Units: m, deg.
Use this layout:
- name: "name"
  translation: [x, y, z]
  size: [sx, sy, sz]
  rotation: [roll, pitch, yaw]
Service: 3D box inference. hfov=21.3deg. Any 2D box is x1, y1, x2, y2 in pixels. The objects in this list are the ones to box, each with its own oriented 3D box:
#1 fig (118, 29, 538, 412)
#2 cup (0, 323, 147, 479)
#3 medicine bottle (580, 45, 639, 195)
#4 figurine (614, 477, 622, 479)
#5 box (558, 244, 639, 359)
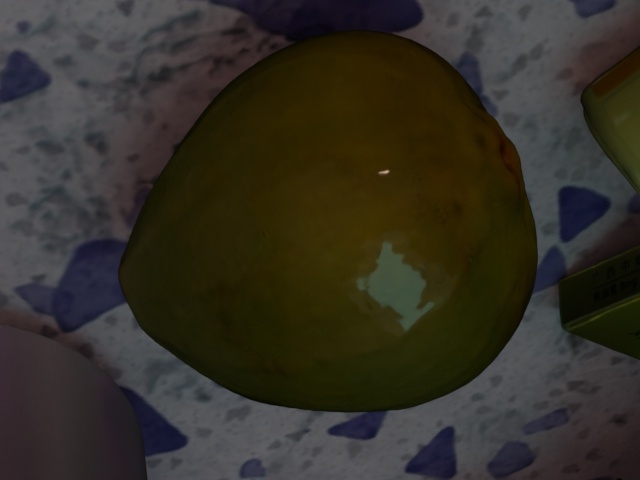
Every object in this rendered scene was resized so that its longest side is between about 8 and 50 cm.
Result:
- name: "fig"
  translation: [0.009, 0.001, 0.931]
  size: [0.207, 0.207, 0.230]
  rotation: [15, 140, -31]
- name: "cup"
  translation: [-0.212, 0.243, 0.952]
  size: [0.253, 0.372, 0.253]
  rotation: [-6, 129, -7]
- name: "medicine bottle"
  translation: [0.275, -0.110, 0.991]
  size: [0.239, 0.124, 0.124]
  rotation: [-39, 132, 13]
- name: "figurine"
  translation: [0.261, 0.227, 1.250]
  size: [0.284, 0.167, 0.342]
  rotation: [-27, 178, 7]
- name: "box"
  translation: [0.323, 0.015, 1.083]
  size: [0.173, 0.043, 0.311]
  rotation: [20, 147, -35]
